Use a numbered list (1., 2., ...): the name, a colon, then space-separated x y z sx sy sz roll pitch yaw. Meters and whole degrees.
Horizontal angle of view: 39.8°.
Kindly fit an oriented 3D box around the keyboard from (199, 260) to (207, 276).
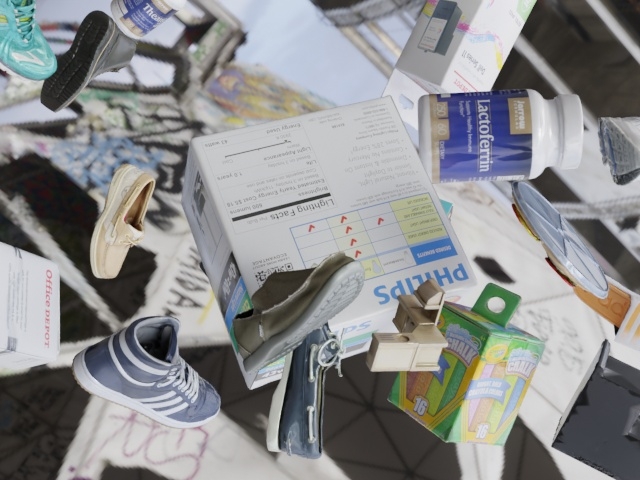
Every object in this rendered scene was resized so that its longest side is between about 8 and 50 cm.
1. keyboard: -0.187 0.048 2.032 0.180 0.108 0.023 -37 179 24

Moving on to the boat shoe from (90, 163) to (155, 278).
1. boat shoe: -0.278 -0.020 1.253 0.063 0.059 0.170 -10 119 -67

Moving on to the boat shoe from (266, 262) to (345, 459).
1. boat shoe: -0.009 0.158 1.167 0.095 0.079 0.254 65 36 -72

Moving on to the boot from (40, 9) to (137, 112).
1. boot: -0.413 -0.308 1.618 0.198 0.077 0.137 -53 165 4

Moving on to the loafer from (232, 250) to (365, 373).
1. loafer: -0.041 0.076 1.049 0.094 0.087 0.251 -24 167 -44

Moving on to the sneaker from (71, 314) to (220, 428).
1. sneaker: -0.229 0.208 1.389 0.153 0.282 0.099 -34 -132 26

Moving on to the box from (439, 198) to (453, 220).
1. box: 0.238 0.022 2.080 0.100 0.060 0.244 86 29 -58

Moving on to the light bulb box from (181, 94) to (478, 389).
1. light bulb box: 0.000 0.000 1.436 0.358 0.361 0.225 -15 159 -19

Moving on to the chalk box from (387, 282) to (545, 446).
1. chalk box: 0.215 0.165 1.255 0.132 0.132 0.213 28 -79 50

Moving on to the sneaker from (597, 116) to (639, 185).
1. sneaker: 0.545 -0.169 1.499 0.129 0.111 0.297 -7 -165 15

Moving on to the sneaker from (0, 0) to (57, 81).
1. sneaker: -0.510 -0.374 1.444 0.110 0.275 0.107 4 -131 28

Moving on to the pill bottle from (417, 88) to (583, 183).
1. pill bottle: 0.298 -0.177 1.491 0.264 0.153 0.153 -3 -147 6

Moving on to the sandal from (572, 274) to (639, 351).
1. sandal: 0.568 0.148 1.656 0.076 0.102 0.265 -20 -139 -38

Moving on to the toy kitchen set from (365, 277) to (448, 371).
1. toy kitchen set: 0.076 0.074 0.854 0.083 0.075 0.068 -122 -140 -54

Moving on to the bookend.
1. bookend: 0.420 0.243 1.200 0.072 0.156 0.157 -43 155 -56

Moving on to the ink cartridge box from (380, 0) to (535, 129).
1. ink cartridge box: 0.274 -0.380 1.732 0.119 0.207 0.353 30 -84 31

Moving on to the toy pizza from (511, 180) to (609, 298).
1. toy pizza: 0.322 0.002 1.215 0.032 0.201 0.201 -41 -158 22

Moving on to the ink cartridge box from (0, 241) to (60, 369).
1. ink cartridge box: -0.635 0.115 1.663 0.121 0.289 0.211 -15 -114 23

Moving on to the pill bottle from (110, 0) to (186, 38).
1. pill bottle: -0.234 -0.345 1.257 0.120 0.067 0.067 -29 -153 22
